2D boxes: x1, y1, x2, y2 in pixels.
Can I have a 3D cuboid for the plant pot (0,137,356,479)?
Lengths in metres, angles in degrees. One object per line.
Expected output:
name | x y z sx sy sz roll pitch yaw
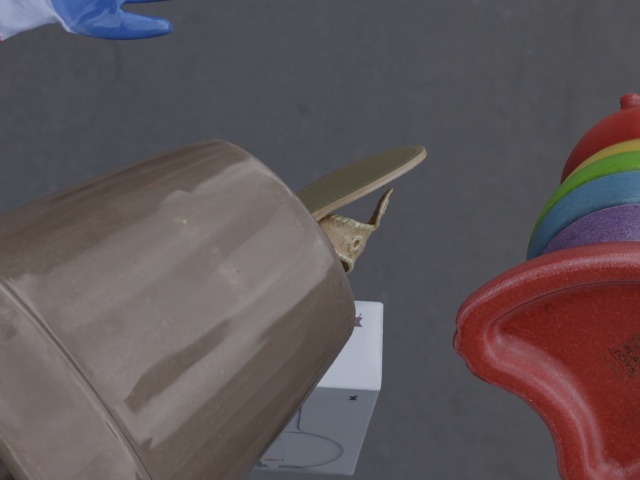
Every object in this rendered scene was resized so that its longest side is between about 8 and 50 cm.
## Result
plant pot | -0.111 0.059 0.935 0.229 0.263 0.263 -38 95 -21

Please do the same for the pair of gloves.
pair of gloves | -0.161 -0.226 1.092 0.159 0.023 0.198 -14 97 -13

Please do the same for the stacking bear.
stacking bear | 0.209 0.005 1.076 0.175 0.164 0.289 49 28 -16

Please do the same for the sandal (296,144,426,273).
sandal | -0.002 -0.001 1.464 0.240 0.088 0.079 -27 107 -17

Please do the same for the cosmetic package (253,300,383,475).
cosmetic package | -0.139 0.139 1.601 0.377 0.284 0.097 3 64 -2
